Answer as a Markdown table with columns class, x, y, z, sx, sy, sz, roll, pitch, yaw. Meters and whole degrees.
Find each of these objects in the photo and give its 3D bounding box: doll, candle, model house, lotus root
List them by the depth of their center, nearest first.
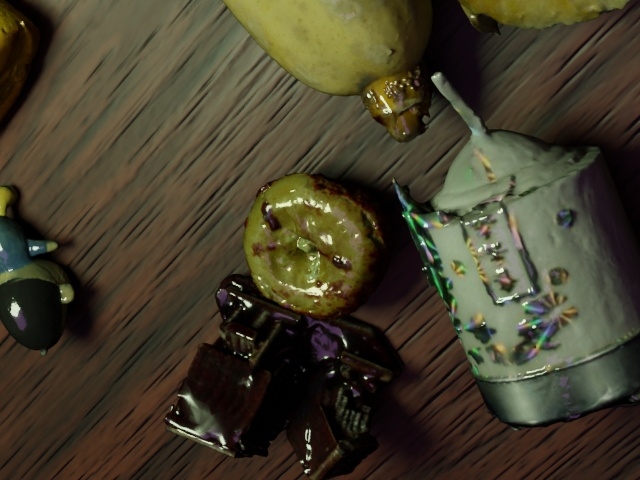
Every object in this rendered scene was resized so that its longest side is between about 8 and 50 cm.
| class | x | y | z | sx | sy | sz | roll | pitch | yaw |
| --- | --- | --- | --- | --- | --- | --- | --- | --- | --- |
| candle | 0.177 | -0.003 | 1.253 | 0.187 | 0.187 | 0.330 | -20 | 100 | 23 |
| lotus root | -0.004 | -0.237 | 1.255 | 0.169 | 0.151 | 0.342 | -31 | 101 | 42 |
| model house | -0.034 | 0.143 | 1.387 | 0.203 | 0.164 | 0.141 | 15 | 118 | 11 |
| doll | -0.306 | 0.033 | 1.486 | 0.102 | 0.089 | 0.179 | -25 | 76 | 24 |

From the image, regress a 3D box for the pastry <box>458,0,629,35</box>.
| class | x | y | z | sx | sy | sz | roll | pitch | yaw |
| --- | --- | --- | --- | --- | --- | --- | --- | --- | --- |
| pastry | 0.184 | -0.297 | 1.185 | 0.236 | 0.121 | 0.257 | -30 | 86 | 20 |

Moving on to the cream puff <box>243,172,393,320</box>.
| class | x | y | z | sx | sy | sz | roll | pitch | yaw |
| --- | --- | --- | --- | --- | --- | --- | --- | --- | --- |
| cream puff | 0.000 | 0.000 | 1.369 | 0.149 | 0.084 | 0.149 | 5 | 107 | 19 |

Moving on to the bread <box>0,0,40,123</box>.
| class | x | y | z | sx | sy | sz | roll | pitch | yaw |
| --- | --- | --- | --- | --- | --- | --- | --- | --- | --- |
| bread | -0.368 | -0.137 | 1.433 | 0.094 | 0.102 | 0.245 | 43 | 114 | 3 |
